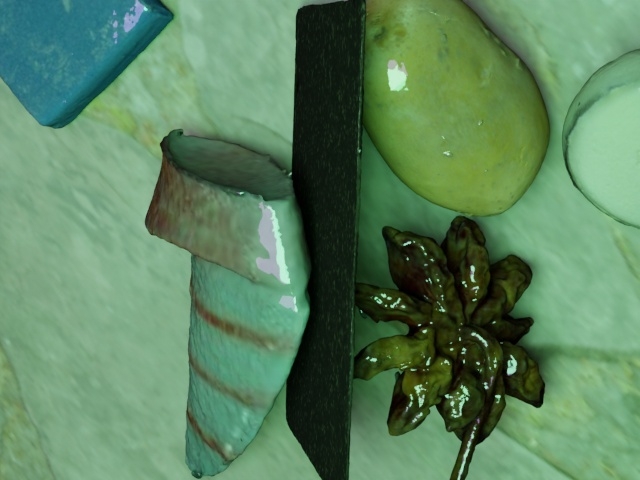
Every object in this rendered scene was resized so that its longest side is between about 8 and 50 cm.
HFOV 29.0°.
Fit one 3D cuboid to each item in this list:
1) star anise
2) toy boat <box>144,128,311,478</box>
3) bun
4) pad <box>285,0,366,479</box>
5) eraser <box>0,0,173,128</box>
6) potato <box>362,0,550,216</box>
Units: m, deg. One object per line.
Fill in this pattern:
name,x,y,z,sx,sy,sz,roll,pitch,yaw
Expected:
star anise,0.104,0.093,0.865,0.073,0.177,0.234,-2,115,54
toy boat,-0.075,0.074,0.943,0.206,0.096,0.282,33,123,47
bun,0.235,-0.078,0.826,0.138,0.094,0.138,14,139,13
pad,0.000,0.000,0.871,0.004,0.220,0.330,0,99,-12
eraser,-0.265,-0.254,1.009,0.144,0.042,0.312,-40,83,21
potato,0.085,-0.099,0.861,0.118,0.109,0.178,-40,110,3
